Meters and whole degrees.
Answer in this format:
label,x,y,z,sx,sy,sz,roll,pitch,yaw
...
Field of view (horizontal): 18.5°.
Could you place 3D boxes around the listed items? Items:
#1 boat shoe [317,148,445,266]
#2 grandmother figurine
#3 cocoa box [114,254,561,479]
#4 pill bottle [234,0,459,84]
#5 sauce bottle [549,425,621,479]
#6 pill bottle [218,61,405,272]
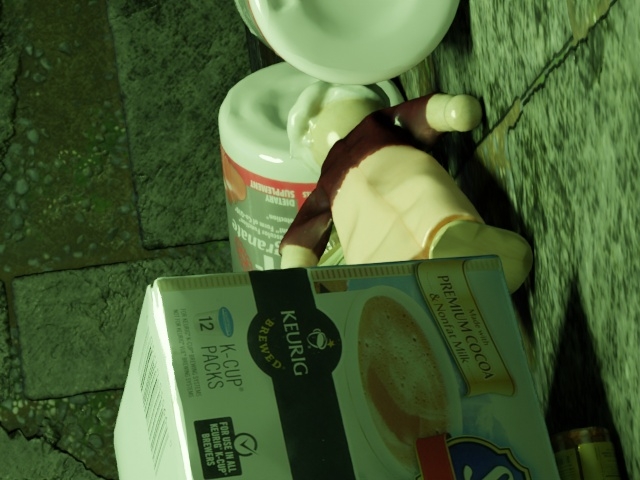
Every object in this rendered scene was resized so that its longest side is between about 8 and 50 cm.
label,x,y,z,sx,sy,sz,roll,pitch,yaw
boat shoe,0.048,-0.013,1.710,0.223,0.073,0.080,-44,35,42
grandmother figurine,0.045,-0.032,1.482,0.104,0.208,0.342,50,-171,-28
cocoa box,0.019,0.214,1.193,0.231,0.228,0.347,110,152,-56
pill bottle,0.010,-0.214,1.556,0.283,0.161,0.161,-124,26,-79
sauce bottle,0.163,0.175,1.157,0.042,0.042,0.128,103,160,-75
pill bottle,0.000,0.000,1.886,0.176,0.176,0.319,-105,9,-52
